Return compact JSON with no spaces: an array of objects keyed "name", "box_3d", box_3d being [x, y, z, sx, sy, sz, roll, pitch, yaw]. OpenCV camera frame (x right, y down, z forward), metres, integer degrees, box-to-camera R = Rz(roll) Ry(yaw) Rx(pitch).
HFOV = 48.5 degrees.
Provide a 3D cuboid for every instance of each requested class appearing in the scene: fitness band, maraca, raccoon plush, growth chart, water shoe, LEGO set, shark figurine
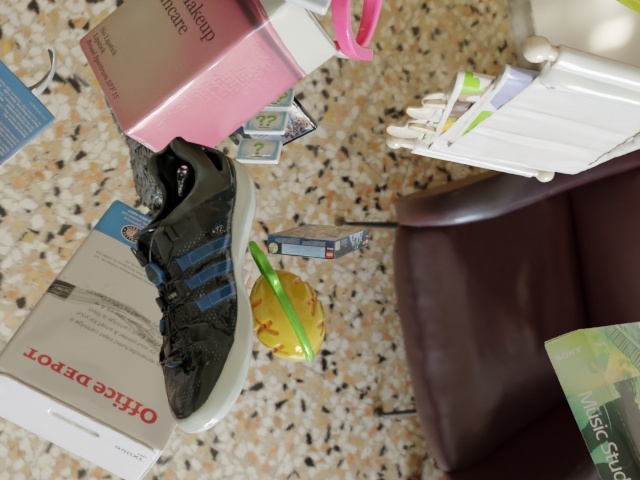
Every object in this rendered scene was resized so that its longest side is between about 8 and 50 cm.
[{"name":"fitness band","box_3d":[0.072,-0.459,1.378,0.291,0.054,0.209,-31,130,-70]},{"name":"maraca","box_3d":[-0.053,0.085,0.962,0.099,0.127,0.186,-29,114,-13]},{"name":"raccoon plush","box_3d":[-0.430,-0.183,1.665,0.299,0.216,0.447,31,56,-20]},{"name":"growth chart","box_3d":[0.150,-0.083,0.511,0.171,0.237,0.021,14,80,-13]},{"name":"water shoe","box_3d":[-0.094,0.024,0.472,0.080,0.073,0.203,27,48,-37]},{"name":"LEGO set","box_3d":[-0.181,-0.228,1.289,0.060,0.244,0.183,76,22,-56]},{"name":"shark figurine","box_3d":[-0.694,-0.328,1.549,0.278,0.116,0.166,-9,96,0]}]

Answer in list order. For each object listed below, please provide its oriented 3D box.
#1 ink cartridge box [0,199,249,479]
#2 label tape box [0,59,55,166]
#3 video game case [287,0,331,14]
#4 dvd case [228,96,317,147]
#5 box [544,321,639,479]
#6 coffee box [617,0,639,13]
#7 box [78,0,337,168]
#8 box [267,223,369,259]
[{"name":"ink cartridge box","box_3d":[-0.336,0.164,1.227,0.285,0.166,0.395,29,45,-7]},{"name":"label tape box","box_3d":[-0.700,-0.199,1.276,0.249,0.115,0.348,51,61,-21]},{"name":"video game case","box_3d":[-0.053,-0.331,0.678,0.190,0.022,0.173,21,89,-3]},{"name":"dvd case","box_3d":[-0.147,-0.281,1.479,0.253,0.180,0.022,45,33,-40]},{"name":"box","box_3d":[0.392,0.251,0.817,0.232,0.058,0.322,3,60,-47]},{"name":"coffee box","box_3d":[0.547,-0.484,0.880,0.334,0.338,0.338,-26,138,-7]},{"name":"box","box_3d":[-0.126,-0.218,0.798,0.232,0.149,0.127,-36,157,11]},{"name":"box","box_3d":[0.000,0.000,1.627,0.233,0.159,0.044,-18,111,-66]}]
